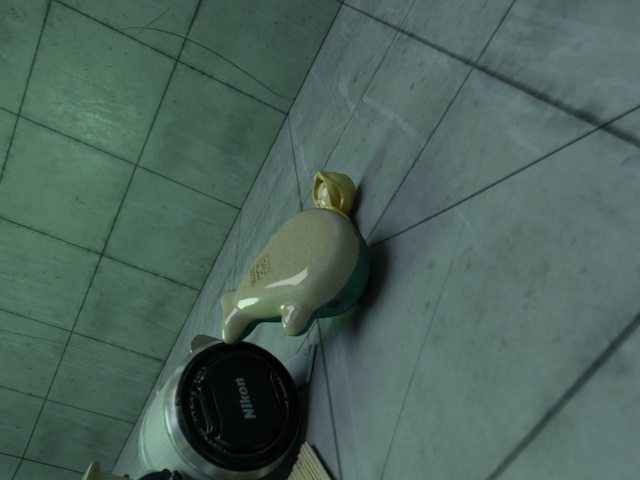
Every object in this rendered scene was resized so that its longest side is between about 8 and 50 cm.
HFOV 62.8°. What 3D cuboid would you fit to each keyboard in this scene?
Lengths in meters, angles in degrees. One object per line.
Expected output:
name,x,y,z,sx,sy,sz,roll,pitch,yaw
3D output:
keyboard,-0.072,0.266,0.988,0.256,0.014,0.072,-46,31,50

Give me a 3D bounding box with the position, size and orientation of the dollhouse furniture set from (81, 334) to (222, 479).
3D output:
dollhouse furniture set,-0.398,0.463,1.302,0.362,0.256,0.394,-48,25,46

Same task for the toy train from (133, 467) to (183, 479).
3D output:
toy train,-0.188,0.447,0.664,0.334,0.142,0.190,27,70,43

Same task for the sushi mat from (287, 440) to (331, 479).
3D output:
sushi mat,-0.003,0.373,0.619,0.151,0.019,0.316,-67,17,-3

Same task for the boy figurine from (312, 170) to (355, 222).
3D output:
boy figurine,0.000,0.000,0.979,0.177,0.092,0.285,165,123,-72

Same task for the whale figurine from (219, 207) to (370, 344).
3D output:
whale figurine,-0.039,0.073,0.832,0.272,0.141,0.216,-37,40,18

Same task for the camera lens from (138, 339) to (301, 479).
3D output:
camera lens,-0.176,0.309,0.880,0.274,0.219,0.219,-49,24,45
